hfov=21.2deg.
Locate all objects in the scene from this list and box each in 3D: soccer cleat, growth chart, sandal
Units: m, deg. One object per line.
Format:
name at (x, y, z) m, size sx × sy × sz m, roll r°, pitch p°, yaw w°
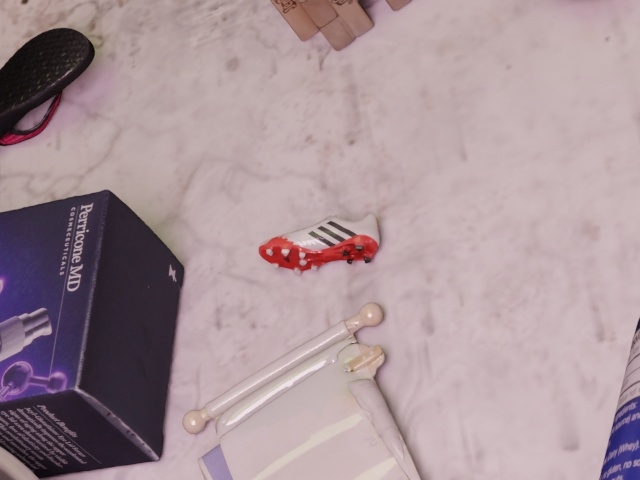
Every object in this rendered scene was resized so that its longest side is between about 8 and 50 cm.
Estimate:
soccer cleat at (0.000, 0.000, 1.127) m, size 0.083 × 0.029 × 0.036 m, roll -7°, pitch 48°, yaw 21°
growth chart at (-0.009, 0.162, 1.026) m, size 0.172 × 0.021 × 0.237 m, roll -28°, pitch 50°, yaw 10°
sandal at (-0.236, -0.101, 1.321) m, size 0.179 × 0.040 × 0.067 m, roll -36°, pitch 42°, yaw 22°

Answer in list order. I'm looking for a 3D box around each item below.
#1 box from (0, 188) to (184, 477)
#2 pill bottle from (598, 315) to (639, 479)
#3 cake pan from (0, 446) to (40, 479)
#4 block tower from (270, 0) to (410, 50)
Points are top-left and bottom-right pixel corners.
box at (-0.209, 0.071, 1.139) m, size 0.207 × 0.108 × 0.153 m, roll -12°, pitch 54°, yaw 22°
pill bottle at (0.222, 0.103, 0.854) m, size 0.153 × 0.153 × 0.265 m, roll 4°, pitch 61°, yaw 30°
cake pan at (-0.272, 0.250, 1.027) m, size 0.293 × 0.054 × 0.293 m, roll -2°, pitch 69°, yaw 4°
block tower at (0.101, -0.268, 1.210) m, size 0.335 × 0.097 × 0.091 m, roll -35°, pitch 49°, yaw 6°
